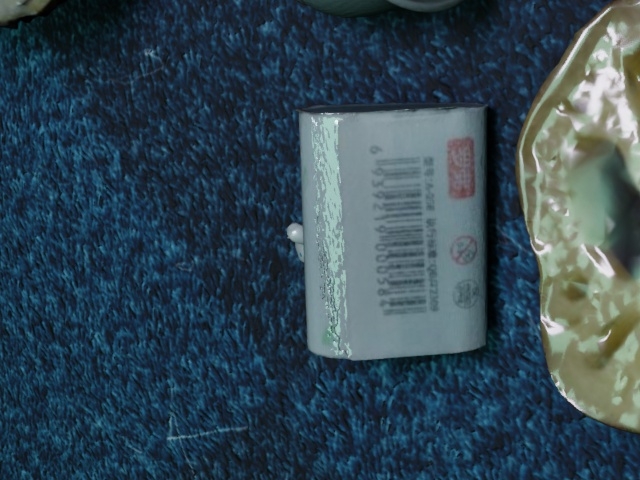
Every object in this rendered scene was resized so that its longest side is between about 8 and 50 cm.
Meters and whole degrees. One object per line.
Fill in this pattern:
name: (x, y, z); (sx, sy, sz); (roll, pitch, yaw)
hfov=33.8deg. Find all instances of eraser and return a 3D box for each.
eraser: (0.068, -0.012, 0.968); (0.174, 0.081, 0.227); (-2, 104, -1)

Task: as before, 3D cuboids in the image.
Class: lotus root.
lotus root: (0.317, -0.007, 0.792); (0.390, 0.111, 0.375); (49, 113, 19)

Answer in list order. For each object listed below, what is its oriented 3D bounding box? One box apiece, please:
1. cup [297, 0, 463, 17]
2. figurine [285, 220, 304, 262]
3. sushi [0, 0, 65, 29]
cup: (0.028, -0.269, 0.918); (0.150, 0.199, 0.199); (-19, 92, 53)
figurine: (0.000, 0.000, 1.050); (0.086, 0.082, 0.094); (47, 172, -20)
sushi: (-0.354, -0.392, 1.071); (0.328, 0.285, 0.328); (-6, 109, -5)
